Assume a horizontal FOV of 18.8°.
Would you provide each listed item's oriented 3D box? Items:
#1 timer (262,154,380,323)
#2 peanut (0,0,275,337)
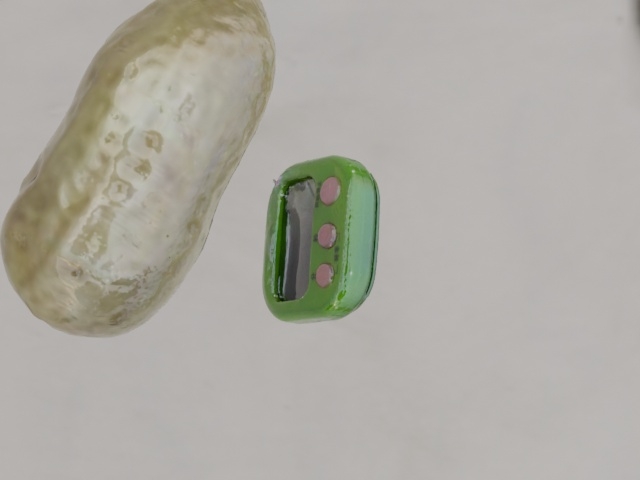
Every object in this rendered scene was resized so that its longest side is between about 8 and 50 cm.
[{"bbox_3d":[0.000,0.000,1.643,0.047,0.128,0.140,11,78,-35],"label":"timer"},{"bbox_3d":[-0.111,-0.059,1.230,0.122,0.137,0.253,27,99,-2],"label":"peanut"}]
